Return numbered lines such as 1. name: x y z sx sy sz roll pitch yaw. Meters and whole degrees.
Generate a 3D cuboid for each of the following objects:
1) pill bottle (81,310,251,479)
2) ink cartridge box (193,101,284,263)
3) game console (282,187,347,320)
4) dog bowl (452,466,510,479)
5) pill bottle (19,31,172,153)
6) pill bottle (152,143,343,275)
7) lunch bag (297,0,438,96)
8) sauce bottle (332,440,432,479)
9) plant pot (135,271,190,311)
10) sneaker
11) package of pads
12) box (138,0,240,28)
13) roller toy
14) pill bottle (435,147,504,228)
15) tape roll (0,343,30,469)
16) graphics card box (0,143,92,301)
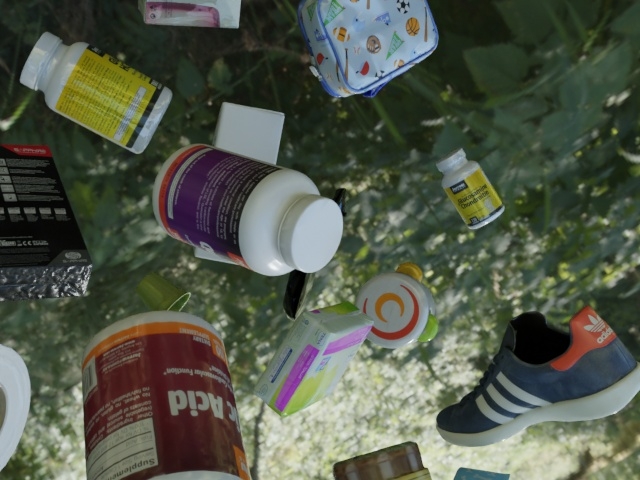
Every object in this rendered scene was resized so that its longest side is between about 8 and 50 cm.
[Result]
1. pill bottle: -0.217 0.313 1.131 0.224 0.392 0.224 -10 138 -9
2. ink cartridge box: -0.221 -0.144 2.096 0.166 0.394 0.285 11 180 -10
3. game console: 0.000 0.000 1.796 0.361 0.044 0.213 -62 171 -47
4. dog bowl: 0.193 0.458 1.138 0.166 0.074 0.297 -28 133 -66
5. pill bottle: -0.553 -0.370 1.970 0.188 0.334 0.188 -54 -162 27
6. pill bottle: -0.125 -0.049 1.355 0.182 0.323 0.181 -25 124 -43
7. lunch bag: 0.100 -0.442 1.691 0.303 0.243 0.115 -33 -159 -26
8. sauce bottle: 0.111 0.395 0.859 0.112 0.344 0.111 -18 164 -5
9. plant pot: -0.298 0.102 1.472 0.083 0.079 0.083 -49 173 -8
10. sneaker: 0.277 0.186 1.126 0.131 0.148 0.350 -27 176 -45
11. package of pads: -0.009 0.261 1.767 0.229 0.101 0.296 -60 161 12
12. box: -0.321 -0.604 1.948 0.233 0.148 0.126 -2 121 -19
13. roller toy: 0.192 0.175 2.043 0.191 0.209 0.146 -22 171 15
14. pill bottle: 0.358 -0.128 1.928 0.103 0.184 0.103 -33 -173 4
15. tape roll: -0.669 0.324 1.480 0.100 0.286 0.286 9 180 16
16. graphics card box: -0.592 -0.043 1.501 0.233 0.371 0.094 -2 131 -34
